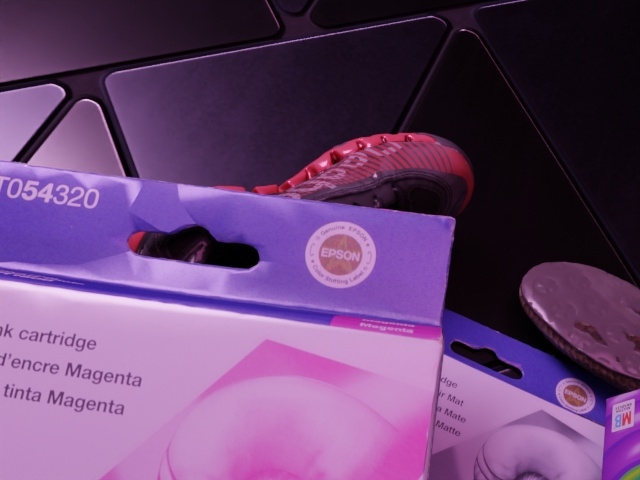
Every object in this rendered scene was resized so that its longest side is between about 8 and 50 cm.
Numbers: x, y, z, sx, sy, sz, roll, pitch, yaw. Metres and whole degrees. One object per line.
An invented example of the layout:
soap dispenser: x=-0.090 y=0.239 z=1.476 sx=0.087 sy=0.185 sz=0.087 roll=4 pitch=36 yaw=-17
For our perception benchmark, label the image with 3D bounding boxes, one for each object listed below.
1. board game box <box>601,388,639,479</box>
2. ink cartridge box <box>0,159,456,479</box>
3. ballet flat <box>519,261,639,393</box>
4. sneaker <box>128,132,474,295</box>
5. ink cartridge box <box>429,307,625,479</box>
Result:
board game box: x=0.248 y=0.220 z=0.584 sx=0.142 sy=0.144 sz=0.275 roll=36 pitch=49 yaw=-25
ink cartridge box: x=-0.100 y=0.110 z=0.592 sx=0.324 sy=0.071 sz=0.330 roll=7 pitch=73 yaw=6
ballet flat: x=0.252 y=0.098 z=0.765 sx=0.249 sy=0.058 sz=0.084 roll=30 pitch=57 yaw=17
sneaker: x=0.000 y=0.000 z=0.734 sx=0.276 sy=0.098 sz=0.135 roll=-17 pitch=29 yaw=-19
ink cartridge box: x=0.090 y=0.135 z=0.707 sx=0.223 sy=0.045 sz=0.224 roll=23 pitch=54 yaw=7
